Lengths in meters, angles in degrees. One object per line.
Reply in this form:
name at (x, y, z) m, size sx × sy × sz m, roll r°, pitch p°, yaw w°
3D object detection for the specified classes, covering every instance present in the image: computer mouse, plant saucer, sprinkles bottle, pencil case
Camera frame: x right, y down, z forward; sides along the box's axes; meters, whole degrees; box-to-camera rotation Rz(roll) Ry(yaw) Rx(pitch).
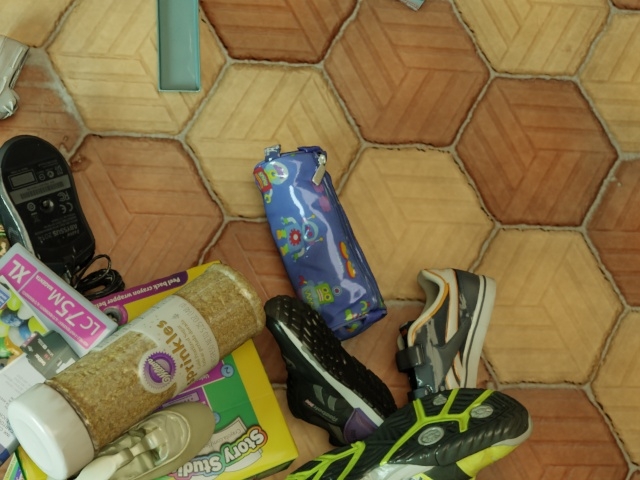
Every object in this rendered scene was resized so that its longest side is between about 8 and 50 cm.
computer mouse at (-0.411, -0.018, 1.866) m, size 0.188 × 0.072 × 0.272 m, roll -16°, pitch 88°, yaw -35°
plant saucer at (-0.223, -0.323, 1.999) m, size 0.067 × 0.018 × 0.192 m, roll 0°, pitch 80°, yaw -12°
sprinkles bottle at (-0.236, 0.166, 1.687) m, size 0.355 × 0.121 × 0.121 m, roll -36°, pitch 87°, yaw -31°
pencil case at (0.000, 0.000, 1.922) m, size 0.119 × 0.133 × 0.306 m, roll -15°, pitch 82°, yaw -44°

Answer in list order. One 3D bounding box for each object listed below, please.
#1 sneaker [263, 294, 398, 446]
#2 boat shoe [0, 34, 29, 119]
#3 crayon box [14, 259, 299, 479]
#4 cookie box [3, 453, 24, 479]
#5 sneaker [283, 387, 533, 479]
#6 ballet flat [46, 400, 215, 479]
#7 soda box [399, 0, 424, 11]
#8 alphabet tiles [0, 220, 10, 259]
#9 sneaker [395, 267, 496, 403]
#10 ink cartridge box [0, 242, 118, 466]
sneaker at (-0.014, 0.204, 1.839) m, size 0.124 × 0.107 × 0.283 m, roll -31°, pitch 118°, yaw 19°
boat shoe at (-0.480, -0.217, 1.906) m, size 0.063 × 0.066 × 0.184 m, roll 15°, pitch 66°, yaw -7°
crayon box at (-0.257, 0.234, 1.806) m, size 0.363 × 0.106 × 0.313 m, roll -18°, pitch 77°, yaw -19°
cookie box at (-0.390, 0.333, 1.817) m, size 0.107 × 0.040 × 0.092 m, roll 22°, pitch 72°, yaw -6°
sneaker at (0.127, 0.335, 1.804) m, size 0.384 × 0.145 × 0.147 m, roll -26°, pitch 113°, yaw 10°
ballet flat at (-0.244, 0.282, 1.689) m, size 0.248 × 0.086 × 0.086 m, roll -27°, pitch 85°, yaw -21°
soda box at (0.101, -0.450, 2.067) m, size 0.183 × 0.063 × 0.058 m, roll 31°, pitch 75°, yaw -4°
alphabet tiles at (-0.570, -0.029, 1.872) m, size 0.237 × 0.009 × 0.198 m, roll 17°, pitch 76°, yaw -8°
sneaker at (0.170, 0.195, 1.921) m, size 0.127 × 0.126 × 0.321 m, roll 15°, pitch 71°, yaw -8°
ink cartridge box at (-0.439, 0.175, 1.698) m, size 0.186 × 0.065 × 0.311 m, roll 39°, pitch 71°, yaw 5°
